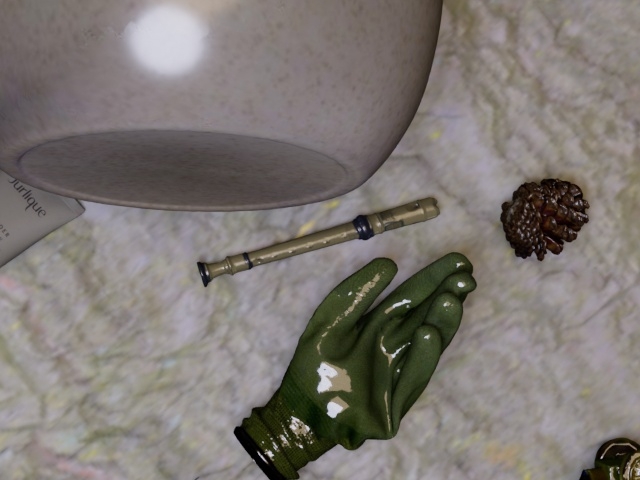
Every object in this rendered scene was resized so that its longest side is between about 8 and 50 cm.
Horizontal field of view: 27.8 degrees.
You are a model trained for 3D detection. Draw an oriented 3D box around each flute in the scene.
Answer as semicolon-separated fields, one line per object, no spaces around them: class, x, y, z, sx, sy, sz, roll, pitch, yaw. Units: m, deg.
flute;0.000;0.000;1.202;0.233;0.027;0.027;-16;87;-8

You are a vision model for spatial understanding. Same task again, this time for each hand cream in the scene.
hand cream;-0.310;0.000;1.160;0.186;0.054;0.087;-42;95;-14

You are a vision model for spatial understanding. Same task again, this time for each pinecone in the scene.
pinecone;0.210;-0.020;1.204;0.083;0.077;0.077;-13;86;-17

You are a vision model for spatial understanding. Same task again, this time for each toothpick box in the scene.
toothpick box;-0.094;-0.256;1.028;0.409;0.409;0.425;2;80;-6

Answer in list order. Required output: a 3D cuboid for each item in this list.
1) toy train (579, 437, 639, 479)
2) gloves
toy train;0.349;0.247;1.186;0.225;0.090;0.137;-5;89;-6
gloves;0.037;0.111;1.158;0.268;0.107;0.135;-42;82;9
